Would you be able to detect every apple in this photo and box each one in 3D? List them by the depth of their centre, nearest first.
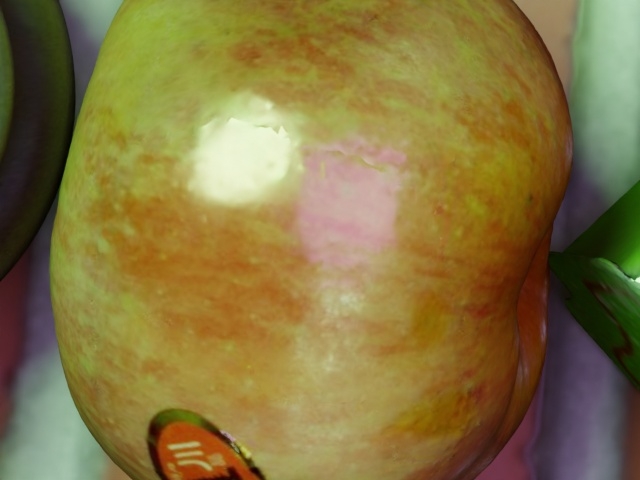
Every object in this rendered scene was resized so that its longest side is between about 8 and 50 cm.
[{"bbox_3d":[0.000,0.000,0.573,0.164,0.209,0.209,11,89,5],"label":"apple"}]

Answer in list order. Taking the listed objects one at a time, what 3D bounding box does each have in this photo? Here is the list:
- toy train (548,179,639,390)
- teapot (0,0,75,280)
[{"bbox_3d":[0.230,0.056,0.600,0.173,0.249,0.307,-44,99,-6],"label":"toy train"},{"bbox_3d":[-0.171,-0.061,0.547,0.186,0.175,0.267,-10,93,-15],"label":"teapot"}]
